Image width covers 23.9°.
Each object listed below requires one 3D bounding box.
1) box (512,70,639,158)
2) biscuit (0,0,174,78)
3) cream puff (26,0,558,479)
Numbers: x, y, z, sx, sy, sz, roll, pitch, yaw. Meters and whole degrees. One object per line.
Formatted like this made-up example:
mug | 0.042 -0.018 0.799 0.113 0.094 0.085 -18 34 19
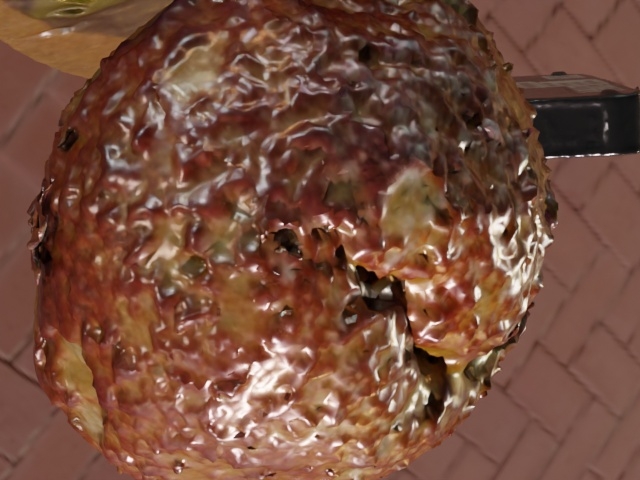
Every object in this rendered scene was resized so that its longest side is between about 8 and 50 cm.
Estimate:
box | 0.147 -0.109 1.302 0.211 0.350 0.058 -1 99 1
biscuit | -0.022 -0.163 0.665 0.277 0.052 0.262 -34 163 9
cream puff | 0.000 0.001 0.609 0.240 0.164 0.240 -26 123 -48
